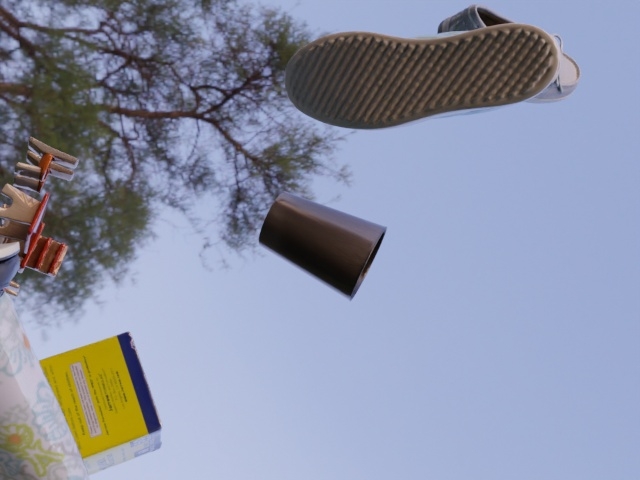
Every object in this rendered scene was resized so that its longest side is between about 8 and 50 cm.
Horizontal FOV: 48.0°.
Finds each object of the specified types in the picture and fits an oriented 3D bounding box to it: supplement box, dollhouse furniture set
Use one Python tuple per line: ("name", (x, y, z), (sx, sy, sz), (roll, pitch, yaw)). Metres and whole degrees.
("supplement box", (-0.486, 0.334, 1.297), (0.194, 0.357, 0.195), (114, -44, -62))
("dollhouse furniture set", (-0.530, -0.016, 1.326), (0.259, 0.135, 0.261), (-30, -141, 61))

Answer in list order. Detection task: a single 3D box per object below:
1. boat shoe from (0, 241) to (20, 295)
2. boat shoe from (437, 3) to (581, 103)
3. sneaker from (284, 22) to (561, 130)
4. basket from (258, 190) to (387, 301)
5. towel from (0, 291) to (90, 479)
("boat shoe", (-0.168, 0.025, 0.333), (0.133, 0.049, 0.042), (-13, -90, 53))
("boat shoe", (0.365, -0.341, 1.315), (0.103, 0.321, 0.118), (-24, -126, 57))
("sneaker", (0.138, -0.217, 0.985), (0.366, 0.150, 0.135), (3, -82, 20))
("basket", (0.000, 0.000, 1.495), (0.227, 0.204, 0.154), (26, -55, 8))
("towel", (-0.486, 0.190, 0.820), (0.375, 0.090, 0.320), (-6, -56, 7))
